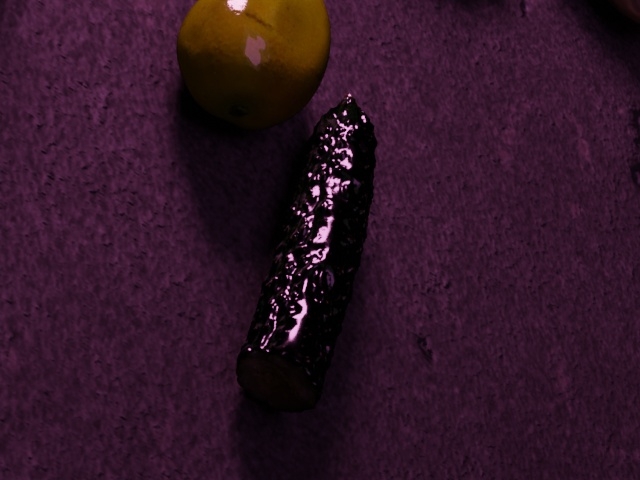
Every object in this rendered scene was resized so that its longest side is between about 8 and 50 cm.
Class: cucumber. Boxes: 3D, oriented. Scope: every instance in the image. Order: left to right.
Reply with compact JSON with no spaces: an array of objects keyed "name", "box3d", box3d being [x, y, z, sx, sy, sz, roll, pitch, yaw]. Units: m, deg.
[{"name":"cucumber","box3d":[0.001,0.001,1.370,0.072,0.072,0.300,36,48,-23]}]

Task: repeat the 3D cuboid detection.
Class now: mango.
[{"name":"mango","box3d":[-0.044,-0.152,1.397,0.163,0.089,0.117,-34,93,-47]}]

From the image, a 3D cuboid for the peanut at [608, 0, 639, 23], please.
[{"name":"peanut","box3d":[0.287,-0.338,1.776,0.290,0.130,0.130,46,45,-12]}]
